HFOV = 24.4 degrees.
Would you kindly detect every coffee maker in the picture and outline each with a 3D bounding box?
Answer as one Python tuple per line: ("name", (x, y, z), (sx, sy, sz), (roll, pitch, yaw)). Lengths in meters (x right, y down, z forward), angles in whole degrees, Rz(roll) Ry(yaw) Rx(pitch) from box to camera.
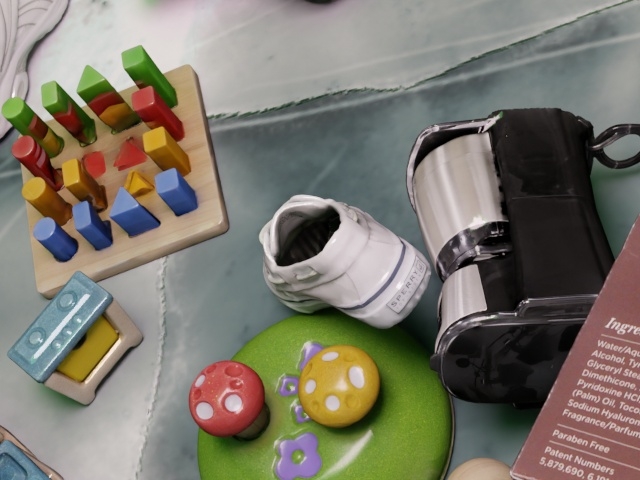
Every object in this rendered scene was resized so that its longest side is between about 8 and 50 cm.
("coffee maker", (0.146, 0.005, 0.946), (0.171, 0.120, 0.178), (-22, 45, 15))

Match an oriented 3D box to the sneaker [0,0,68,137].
("sneaker", (-0.286, -0.200, 1.257), (0.090, 0.115, 0.232), (-1, 63, 22))

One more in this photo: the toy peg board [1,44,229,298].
("toy peg board", (-0.172, -0.063, 1.158), (0.161, 0.079, 0.161), (-21, 57, 11))

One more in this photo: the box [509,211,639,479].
("box", (0.241, 0.104, 0.823), (0.167, 0.168, 0.203), (15, 66, 38))

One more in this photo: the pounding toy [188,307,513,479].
("pounding toy", (0.001, 0.129, 0.963), (0.183, 0.110, 0.237), (-39, 55, -1))

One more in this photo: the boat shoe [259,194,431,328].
("boat shoe", (0.000, 0.000, 0.985), (0.083, 0.076, 0.226), (-55, 19, -11))

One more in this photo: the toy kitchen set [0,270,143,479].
("toy kitchen set", (-0.158, 0.132, 1.019), (0.207, 0.122, 0.166), (34, 79, 33))
